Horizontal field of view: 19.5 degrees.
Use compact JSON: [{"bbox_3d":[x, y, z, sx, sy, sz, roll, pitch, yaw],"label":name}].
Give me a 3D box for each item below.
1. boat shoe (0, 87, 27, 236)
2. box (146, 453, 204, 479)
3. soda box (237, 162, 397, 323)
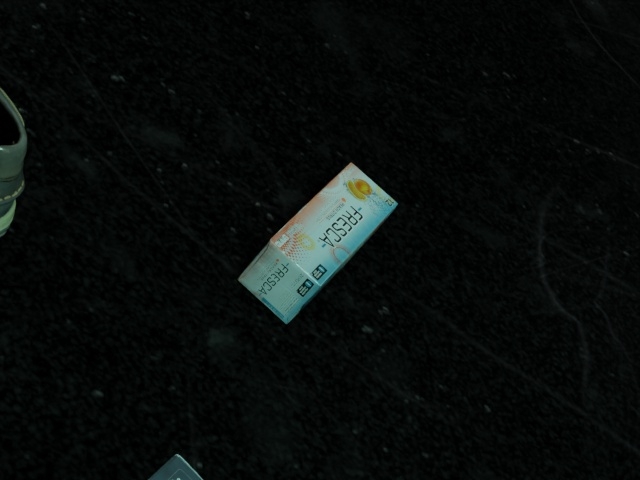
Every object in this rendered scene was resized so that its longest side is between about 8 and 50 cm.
[{"bbox_3d":[-0.337,-0.160,1.468,0.355,0.130,0.132,50,36,13],"label":"boat shoe"},{"bbox_3d":[-0.138,0.245,1.192,0.093,0.156,0.158,44,35,3],"label":"box"},{"bbox_3d":[0.000,0.000,1.671,0.063,0.058,0.183,42,36,2],"label":"soda box"}]
